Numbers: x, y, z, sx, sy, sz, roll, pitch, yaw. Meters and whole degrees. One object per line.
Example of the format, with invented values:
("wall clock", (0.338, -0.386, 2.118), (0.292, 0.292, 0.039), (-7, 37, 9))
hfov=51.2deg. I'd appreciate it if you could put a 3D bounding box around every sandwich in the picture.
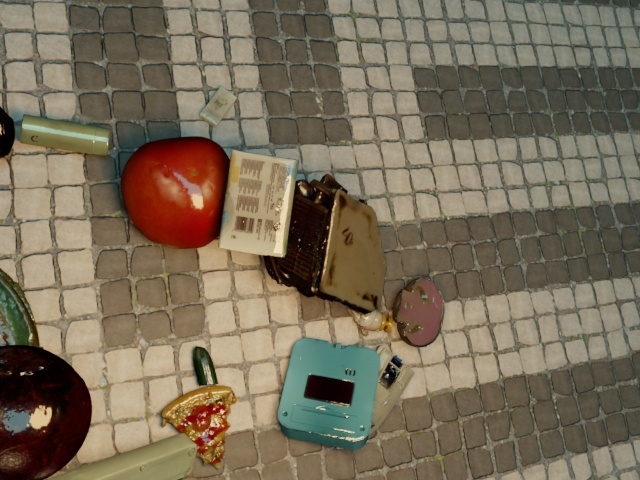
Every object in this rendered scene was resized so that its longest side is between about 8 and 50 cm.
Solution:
("sandwich", (-0.741, 0.165, 1.467), (0.212, 0.109, 0.291), (-12, 81, -24))

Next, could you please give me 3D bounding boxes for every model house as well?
("model house", (0.000, 0.000, 1.703), (0.317, 0.283, 0.297), (24, 85, -46))

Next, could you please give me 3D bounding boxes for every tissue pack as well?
("tissue pack", (-0.279, -0.365, 1.824), (0.056, 0.023, 0.108), (34, 67, -10))
("tissue pack", (-0.141, -0.087, 1.573), (0.159, 0.145, 0.229), (8, 94, 1))

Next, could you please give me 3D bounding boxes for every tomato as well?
("tomato", (-0.333, -0.130, 1.634), (0.299, 0.226, 0.298), (5, 72, -17))

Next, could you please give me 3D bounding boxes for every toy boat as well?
("toy boat", (0.125, 0.421, 1.741), (0.129, 0.088, 0.295), (41, 67, -6))

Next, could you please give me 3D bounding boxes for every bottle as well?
("bottle", (-0.625, -0.257, 1.639), (0.202, 0.072, 0.072), (7, 74, -18))

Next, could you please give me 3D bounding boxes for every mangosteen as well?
("mangosteen", (-0.618, 0.361, 1.342), (0.297, 0.297, 0.293), (31, 100, -11))

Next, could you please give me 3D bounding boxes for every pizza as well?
("pizza", (-0.272, 0.454, 1.598), (0.188, 0.062, 0.198), (-20, 85, -22))

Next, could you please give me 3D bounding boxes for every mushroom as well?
("mushroom", (0.262, 0.204, 1.833), (0.141, 0.117, 0.188), (15, 70, -6))

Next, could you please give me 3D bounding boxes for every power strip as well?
("power strip", (-0.439, 0.509, 1.421), (0.385, 0.062, 0.091), (-6, 117, -46))

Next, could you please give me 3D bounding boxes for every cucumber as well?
("cucumber", (-0.286, 0.308, 1.638), (0.048, 0.048, 0.105), (-12, 77, -23))

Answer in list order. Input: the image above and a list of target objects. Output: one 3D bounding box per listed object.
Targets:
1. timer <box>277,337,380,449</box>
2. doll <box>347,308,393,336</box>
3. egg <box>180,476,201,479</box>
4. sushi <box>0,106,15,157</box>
("timer", (0.025, 0.383, 1.691), (0.232, 0.091, 0.249), (9, 61, 7))
("doll", (0.127, 0.220, 1.807), (0.127, 0.073, 0.084), (18, 103, -18))
("egg", (-0.289, 0.609, 1.527), (0.103, 0.103, 0.135), (-25, 84, -24))
("sushi", (-0.791, -0.254, 1.533), (0.151, 0.153, 0.172), (4, 54, 1))
